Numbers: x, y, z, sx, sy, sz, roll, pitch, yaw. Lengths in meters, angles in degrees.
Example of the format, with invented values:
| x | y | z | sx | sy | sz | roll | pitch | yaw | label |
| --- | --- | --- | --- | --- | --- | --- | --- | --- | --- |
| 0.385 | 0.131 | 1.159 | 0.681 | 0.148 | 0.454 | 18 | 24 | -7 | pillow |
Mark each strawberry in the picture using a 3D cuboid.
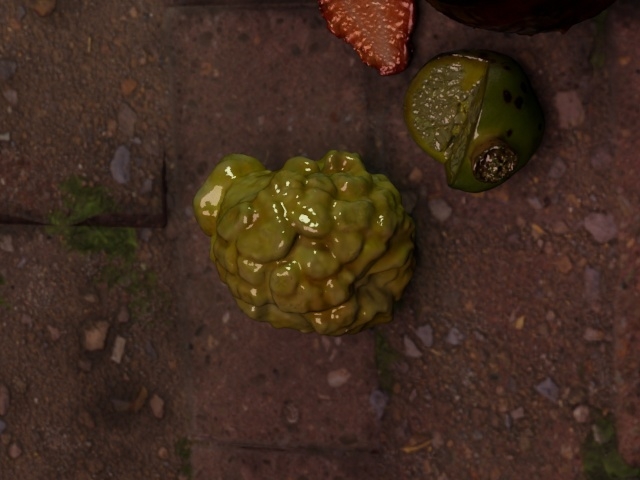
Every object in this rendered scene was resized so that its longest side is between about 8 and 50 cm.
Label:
| x | y | z | sx | sy | sz | roll | pitch | yaw | label |
| --- | --- | --- | --- | --- | --- | --- | --- | --- | --- |
| 0.052 | -0.246 | 1.921 | 0.104 | 0.048 | 0.152 | -14 | 109 | 17 | strawberry |

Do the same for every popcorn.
| x | y | z | sx | sy | sz | roll | pitch | yaw | label |
| --- | --- | --- | --- | --- | --- | --- | --- | --- | --- |
| -0.008 | -0.006 | 1.905 | 0.216 | 0.235 | 0.181 | 32 | 123 | 32 | popcorn |

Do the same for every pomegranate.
| x | y | z | sx | sy | sz | roll | pitch | yaw | label |
| --- | --- | --- | --- | --- | --- | --- | --- | --- | --- |
| 0.170 | -0.116 | 1.852 | 0.169 | 0.122 | 0.143 | 44 | 124 | 47 | pomegranate |

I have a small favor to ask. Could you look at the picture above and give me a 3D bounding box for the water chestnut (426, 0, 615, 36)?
| x | y | z | sx | sy | sz | roll | pitch | yaw | label |
| --- | --- | --- | --- | --- | --- | --- | --- | --- | --- |
| 0.200 | -0.367 | 1.726 | 0.350 | 0.302 | 0.350 | 34 | 144 | 30 | water chestnut |
